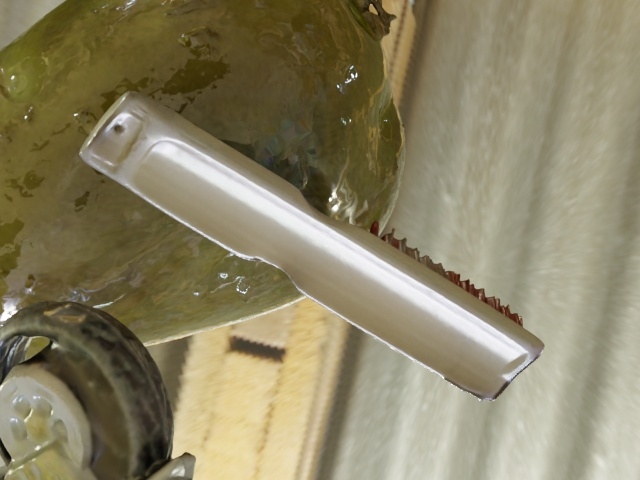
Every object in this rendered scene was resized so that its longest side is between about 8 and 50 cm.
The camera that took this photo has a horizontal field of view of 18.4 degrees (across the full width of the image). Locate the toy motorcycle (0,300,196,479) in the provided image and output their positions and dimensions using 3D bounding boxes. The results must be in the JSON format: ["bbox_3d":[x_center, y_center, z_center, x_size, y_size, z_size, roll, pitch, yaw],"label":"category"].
[{"bbox_3d":[-0.065,0.130,0.576,0.151,0.074,0.229,35,-56,20],"label":"toy motorcycle"}]

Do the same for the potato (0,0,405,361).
[{"bbox_3d":[-0.113,-0.058,1.309,0.359,0.219,0.270,-22,-54,-20],"label":"potato"}]

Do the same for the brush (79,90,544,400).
[{"bbox_3d":[0.000,0.000,1.225,0.321,0.050,0.060,31,-61,-22],"label":"brush"}]
